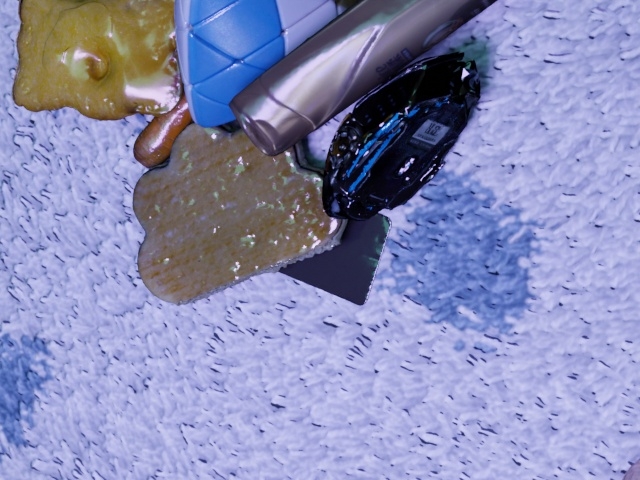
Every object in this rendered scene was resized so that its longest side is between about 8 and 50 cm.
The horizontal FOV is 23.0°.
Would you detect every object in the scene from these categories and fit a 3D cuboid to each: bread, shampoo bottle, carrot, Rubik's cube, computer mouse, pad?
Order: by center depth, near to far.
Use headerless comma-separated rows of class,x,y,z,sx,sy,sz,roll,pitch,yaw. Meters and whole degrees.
shampoo bottle,0.061,-0.220,1.703,0.350,0.125,0.084,-35,72,7
computer mouse,0.080,-0.119,1.738,0.242,0.146,0.077,-47,60,17
Rubik's cube,-0.061,-0.229,1.787,0.254,0.254,0.254,2,95,24
pad,0.000,0.000,1.849,0.157,0.003,0.112,22,103,21
bread,-0.107,-0.048,1.858,0.286,0.056,0.207,-18,91,22
carrot,-0.160,-0.165,1.883,0.047,0.047,0.191,44,108,14
bread,-0.258,-0.228,1.897,0.233,0.088,0.161,8,100,24

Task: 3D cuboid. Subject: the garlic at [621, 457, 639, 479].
garlic,0.350,0.330,1.649,0.212,0.218,0.219,-16,87,62
